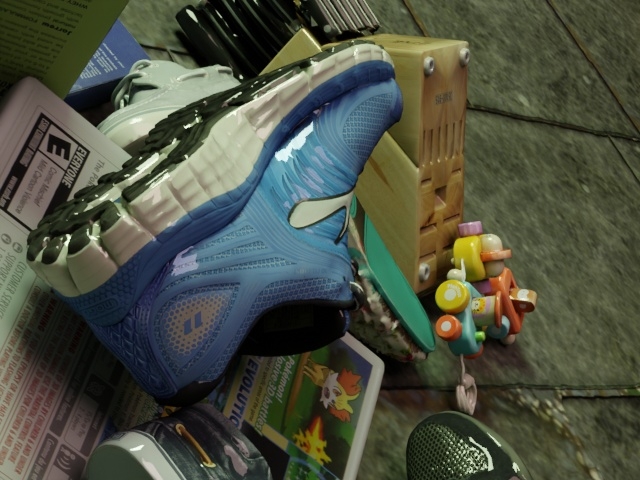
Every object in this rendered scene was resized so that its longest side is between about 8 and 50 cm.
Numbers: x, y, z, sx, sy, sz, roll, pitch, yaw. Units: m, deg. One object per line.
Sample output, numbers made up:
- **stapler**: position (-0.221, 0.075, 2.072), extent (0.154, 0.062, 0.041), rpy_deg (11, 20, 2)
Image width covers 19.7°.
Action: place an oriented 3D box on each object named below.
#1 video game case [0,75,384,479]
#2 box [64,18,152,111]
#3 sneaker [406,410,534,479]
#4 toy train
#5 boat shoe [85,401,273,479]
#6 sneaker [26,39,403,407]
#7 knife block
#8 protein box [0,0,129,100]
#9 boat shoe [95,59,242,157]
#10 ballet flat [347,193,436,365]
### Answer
- **video game case**: position (-0.109, 0.103, 1.023), extent (0.300, 0.036, 0.329), rpy_deg (40, 39, -19)
- **box**: position (-0.220, -0.142, 1.268), extent (0.136, 0.036, 0.225), rpy_deg (50, 31, 8)
- **sneaker**: position (0.083, 0.195, 1.180), extent (0.130, 0.087, 0.228), rpy_deg (29, 38, -40)
- **toy train**: position (0.135, 0.055, 1.424), extent (0.166, 0.046, 0.125), rpy_deg (-62, 137, -56)
- **boat shoe**: position (-0.042, 0.168, 0.959), extent (0.083, 0.065, 0.183), rpy_deg (-24, 81, -51)
- **sneaker**: position (-0.038, -0.010, 1.078), extent (0.330, 0.129, 0.147), rpy_deg (-44, 112, -50)
- **knife block**: position (-0.007, -0.098, 1.466), extent (0.088, 0.242, 0.276), rpy_deg (-20, 113, -58)
- **protein box**: position (-0.223, -0.184, 1.087), extent (0.199, 0.201, 0.136), rpy_deg (18, 50, -22)
- **boat shoe**: position (-0.110, -0.086, 1.307), extent (0.081, 0.079, 0.227), rpy_deg (50, 22, 10)
- **ballet flat**: position (0.000, 0.000, 1.317), extent (0.241, 0.077, 0.091), rpy_deg (59, 18, -27)
